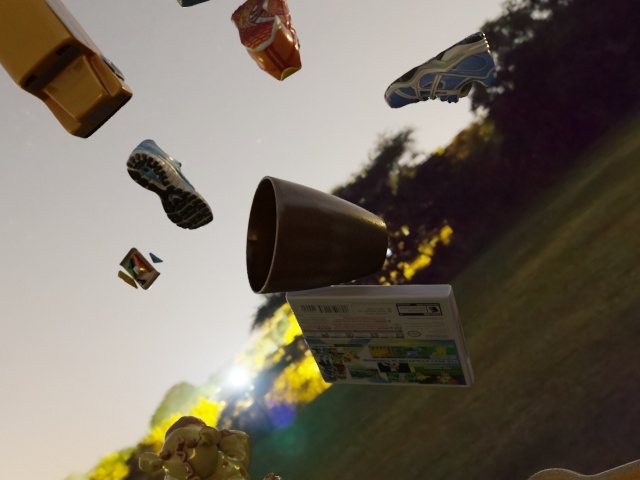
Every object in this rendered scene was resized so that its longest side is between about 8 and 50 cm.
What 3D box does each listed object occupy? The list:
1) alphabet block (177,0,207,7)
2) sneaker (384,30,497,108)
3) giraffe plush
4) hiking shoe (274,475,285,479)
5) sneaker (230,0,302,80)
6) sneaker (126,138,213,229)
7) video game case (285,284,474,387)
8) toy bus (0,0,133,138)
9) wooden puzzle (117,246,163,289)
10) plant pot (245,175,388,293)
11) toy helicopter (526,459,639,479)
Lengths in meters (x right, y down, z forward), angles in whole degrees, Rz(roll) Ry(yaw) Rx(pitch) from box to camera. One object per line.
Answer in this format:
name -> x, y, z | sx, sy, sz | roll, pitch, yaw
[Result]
alphabet block -> -0.174, -0.509, 1.308 | 0.192, 0.197, 0.193 | -24, -21, -23
sneaker -> 0.183, -0.245, 1.344 | 0.080, 0.081, 0.211 | -37, 10, -40
giraffe plush -> -0.196, 0.355, 1.363 | 0.181, 0.170, 0.210 | -44, 34, -14
hiking shoe -> -0.110, 0.625, 1.695 | 0.304, 0.132, 0.113 | -65, -24, -16
sneaker -> -0.055, -0.219, 0.907 | 0.064, 0.067, 0.175 | -28, 34, 17
sneaker -> -0.206, -0.084, 1.229 | 0.063, 0.162, 0.073 | -23, 35, 21
video game case -> 0.126, 0.196, 1.732 | 0.329, 0.300, 0.036 | -2, 46, 19
toy bus -> -0.410, -0.302, 1.205 | 0.108, 0.333, 0.130 | -40, -13, 4
wooden puzzle -> -0.341, 0.055, 1.610 | 0.116, 0.078, 0.014 | -53, -3, 42
plant pot -> 0.000, 0.000, 1.582 | 0.230, 0.215, 0.215 | 5, -25, -18
toy helicopter -> 0.334, 0.206, 0.702 | 0.355, 0.235, 0.140 | -24, -25, 20
